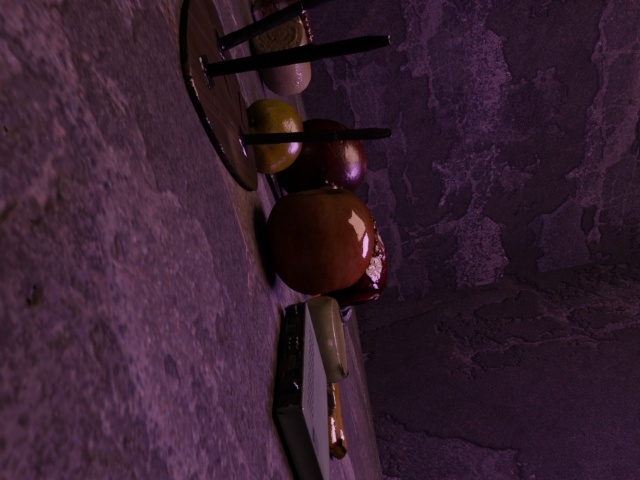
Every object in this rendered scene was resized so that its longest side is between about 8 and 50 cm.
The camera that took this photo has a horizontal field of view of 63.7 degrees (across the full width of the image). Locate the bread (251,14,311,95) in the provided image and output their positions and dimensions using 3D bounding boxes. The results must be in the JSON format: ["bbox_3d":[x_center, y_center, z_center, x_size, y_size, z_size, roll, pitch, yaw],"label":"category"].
[{"bbox_3d":[-0.094,-0.459,1.276,0.141,0.134,0.148,79,14,-60],"label":"bread"}]

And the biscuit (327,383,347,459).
[{"bbox_3d":[0.020,0.371,1.115,0.174,0.039,0.183,68,10,-54],"label":"biscuit"}]

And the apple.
[{"bbox_3d":[0.000,0.000,0.886,0.188,0.188,0.174,-81,165,-77],"label":"apple"}]

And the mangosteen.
[{"bbox_3d":[0.001,-0.149,1.173,0.215,0.215,0.257,70,15,-59],"label":"mangosteen"}]

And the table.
[{"bbox_3d":[-0.035,-0.266,0.764,0.317,0.249,0.317,-12,90,-85],"label":"table"}]

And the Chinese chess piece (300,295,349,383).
[{"bbox_3d":[0.008,0.215,1.120,0.188,0.083,0.188,-9,90,-84],"label":"Chinese chess piece"}]

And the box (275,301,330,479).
[{"bbox_3d":[-0.025,0.244,0.829,0.270,0.045,0.211,-92,169,-64],"label":"box"}]

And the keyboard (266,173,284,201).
[{"bbox_3d":[-0.092,-0.110,1.123,0.204,0.013,0.061,72,8,-55],"label":"keyboard"}]

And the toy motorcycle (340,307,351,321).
[{"bbox_3d":[0.054,0.192,1.771,0.122,0.080,0.215,-92,164,-78],"label":"toy motorcycle"}]

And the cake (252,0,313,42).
[{"bbox_3d":[-0.107,-0.616,1.439,0.134,0.147,0.135,-99,174,-52],"label":"cake"}]

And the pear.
[{"bbox_3d":[-0.081,-0.197,0.967,0.141,0.104,0.141,-14,90,-82],"label":"pear"}]

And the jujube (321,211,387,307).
[{"bbox_3d":[0.084,0.037,1.603,0.258,0.258,0.377,70,16,-59],"label":"jujube"}]
